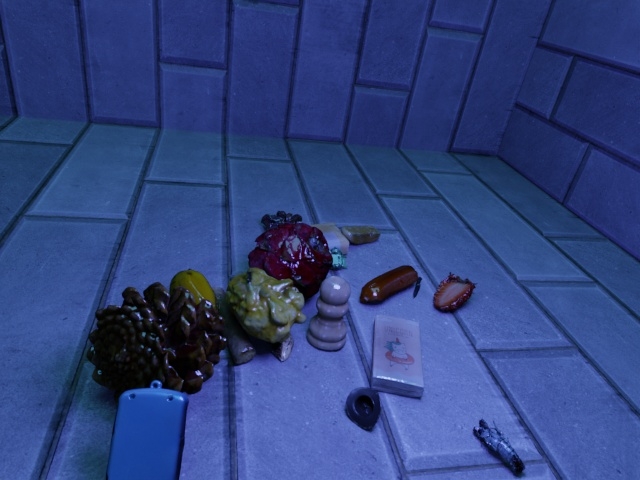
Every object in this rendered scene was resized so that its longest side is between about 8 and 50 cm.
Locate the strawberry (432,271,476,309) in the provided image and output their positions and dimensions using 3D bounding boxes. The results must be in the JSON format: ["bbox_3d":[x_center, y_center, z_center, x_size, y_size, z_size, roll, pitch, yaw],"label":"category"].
[{"bbox_3d":[0.546,0.235,1.944,0.208,0.086,0.167,-37,28,-20],"label":"strawberry"}]

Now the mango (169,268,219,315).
[{"bbox_3d":[-0.431,0.217,1.591,0.130,0.167,0.262,-2,40,-45],"label":"mango"}]

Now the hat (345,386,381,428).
[{"bbox_3d":[0.135,0.498,1.376,0.121,0.050,0.121,-12,58,20],"label":"hat"}]

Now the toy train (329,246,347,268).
[{"bbox_3d":[0.045,0.087,2.036,0.149,0.081,0.099,-4,64,-2],"label":"toy train"}]

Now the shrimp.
[{"bbox_3d":[0.515,0.579,1.330,0.082,0.076,0.174,-26,41,-20],"label":"shrimp"}]

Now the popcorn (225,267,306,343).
[{"bbox_3d":[-0.185,0.215,1.540,0.252,0.215,0.286,4,32,-40],"label":"popcorn"}]

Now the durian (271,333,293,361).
[{"bbox_3d":[-0.131,0.358,1.574,0.066,0.052,0.130,45,30,-16],"label":"durian"}]

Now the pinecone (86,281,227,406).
[{"bbox_3d":[-0.431,0.293,1.330,0.385,0.383,0.384,7,30,-4],"label":"pinecone"}]

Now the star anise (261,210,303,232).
[{"bbox_3d":[-0.179,-0.087,2.248,0.215,0.098,0.220,15,29,-10],"label":"star anise"}]

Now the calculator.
[{"bbox_3d":[-0.408,0.480,1.087,0.173,0.051,0.292,3,74,0],"label":"calculator"}]

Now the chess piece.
[{"bbox_3d":[0.041,0.239,1.593,0.143,0.260,0.142,8,27,-4],"label":"chess piece"}]

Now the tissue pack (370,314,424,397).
[{"bbox_3d":[0.263,0.386,1.594,0.170,0.071,0.325,10,30,4],"label":"tissue pack"}]

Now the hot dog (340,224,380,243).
[{"bbox_3d":[0.191,-0.024,2.256,0.243,0.073,0.084,-3,32,-43],"label":"hot dog"}]

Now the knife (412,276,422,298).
[{"bbox_3d":[0.421,0.204,2.012,0.023,0.010,0.170,13,31,17],"label":"knife"}]

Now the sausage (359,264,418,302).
[{"bbox_3d":[0.285,0.178,1.929,0.331,0.102,0.102,-20,41,-41],"label":"sausage"}]

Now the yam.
[{"bbox_3d":[-0.316,0.281,1.597,0.081,0.081,0.356,-8,37,-27],"label":"yam"}]

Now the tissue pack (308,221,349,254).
[{"bbox_3d":[0.000,0.000,2.143,0.223,0.090,0.186,-5,40,-26],"label":"tissue pack"}]

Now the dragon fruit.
[{"bbox_3d":[-0.112,0.083,1.766,0.330,0.328,0.329,7,30,-4],"label":"dragon fruit"}]
